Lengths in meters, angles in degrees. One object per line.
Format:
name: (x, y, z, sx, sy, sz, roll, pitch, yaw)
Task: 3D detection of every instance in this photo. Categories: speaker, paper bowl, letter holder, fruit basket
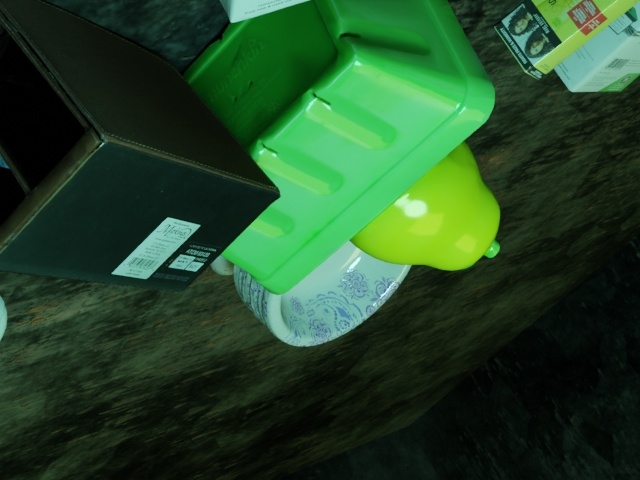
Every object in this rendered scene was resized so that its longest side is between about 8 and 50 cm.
speaker: (-0.142, 0.003, 1.684, 0.055, 0.055, 0.136, -28, 161, -9)
paper bowl: (0.000, 0.000, 1.675, 0.284, 0.148, 0.284, -29, 144, -24)
letter holder: (-0.213, -0.088, 1.070, 0.152, 0.214, 0.302, -44, 159, 14)
fruit basket: (0.046, -0.109, 1.319, 0.392, 0.282, 0.392, -16, 149, -10)

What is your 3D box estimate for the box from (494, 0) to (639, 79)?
box: (0.352, -0.320, 1.555, 0.232, 0.087, 0.058, -37, 160, 20)

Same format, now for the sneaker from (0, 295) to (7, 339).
sneaker: (-0.474, 0.136, 1.485, 0.305, 0.114, 0.152, -38, 174, 34)

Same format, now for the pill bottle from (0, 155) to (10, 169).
pill bottle: (-0.302, -0.068, 1.211, 0.160, 0.087, 0.087, -40, 159, 28)

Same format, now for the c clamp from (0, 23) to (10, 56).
c clamp: (-0.325, -0.177, 0.998, 0.137, 0.022, 0.161, -39, 159, 24)

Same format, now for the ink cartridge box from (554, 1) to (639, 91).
ink cartridge box: (0.456, -0.318, 1.705, 0.160, 0.092, 0.219, -8, 151, -49)

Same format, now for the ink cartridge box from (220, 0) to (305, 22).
ink cartridge box: (-0.051, -0.297, 0.896, 0.093, 0.154, 0.212, -21, 160, -22)
